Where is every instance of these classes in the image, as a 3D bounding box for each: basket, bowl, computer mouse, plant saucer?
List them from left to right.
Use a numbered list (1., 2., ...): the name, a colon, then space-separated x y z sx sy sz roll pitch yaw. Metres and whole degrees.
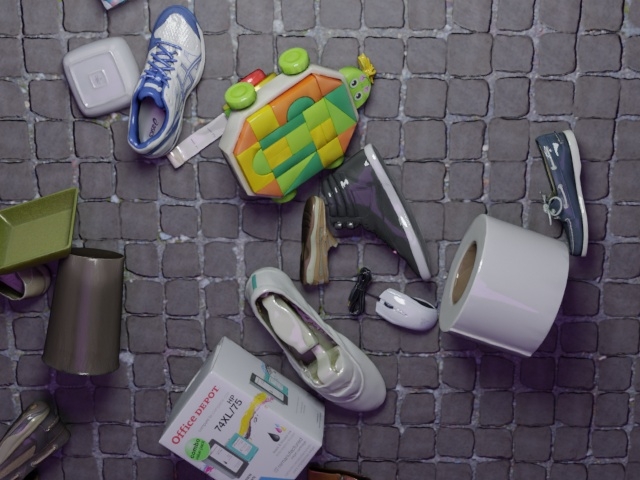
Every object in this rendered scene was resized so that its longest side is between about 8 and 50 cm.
1. plant saucer: -0.566 -0.009 1.837 0.188 0.188 0.045 -16 132 6
2. basket: -0.473 0.135 1.870 0.154 0.204 0.227 5 96 -23
3. bowl: -0.426 -0.317 1.796 0.142 0.053 0.142 -17 103 6
4. computer mouse: 0.154 0.136 1.910 0.193 0.042 0.106 21 104 -4

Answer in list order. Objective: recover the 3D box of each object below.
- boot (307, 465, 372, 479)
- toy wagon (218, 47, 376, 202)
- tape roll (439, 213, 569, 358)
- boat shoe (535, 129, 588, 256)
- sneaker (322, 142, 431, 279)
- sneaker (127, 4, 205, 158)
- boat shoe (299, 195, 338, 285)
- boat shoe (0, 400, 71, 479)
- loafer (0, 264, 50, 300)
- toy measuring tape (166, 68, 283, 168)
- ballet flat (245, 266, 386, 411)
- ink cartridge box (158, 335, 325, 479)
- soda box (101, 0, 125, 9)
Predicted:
1. boot: -0.035 0.633 2.030 0.264 0.096 0.281 9 105 0
2. toy wagon: -0.026 -0.230 1.727 0.344 0.068 0.267 -35 137 -11
3. tape roll: 0.351 0.088 1.786 0.169 0.246 0.246 18 106 -4
4. boat shoe: 0.474 -0.087 1.809 0.079 0.095 0.255 -11 104 3
5. sneaker: 0.107 -0.033 1.836 0.146 0.104 0.296 -26 102 13
6. sneaker: -0.293 -0.299 1.747 0.111 0.131 0.297 11 97 3
7. boat shoe: 0.000 0.000 1.872 0.072 0.068 0.190 0 114 -13
8. boat shoe: -0.677 0.509 1.998 0.130 0.132 0.355 41 104 -9
9. loafer: -0.683 0.038 1.883 0.268 0.092 0.102 27 105 -6
10. toy measuring tape: -0.166 -0.234 1.779 0.330 0.121 0.121 -32 102 10
11. ballet flat: -0.015 0.227 1.896 0.139 0.139 0.400 -39 101 11
12. ink cartridge box: -0.157 0.375 1.907 0.270 0.197 0.198 35 104 -7
13. soda box: -0.332 -0.501 1.734 0.183 0.063 0.058 -27 103 9
